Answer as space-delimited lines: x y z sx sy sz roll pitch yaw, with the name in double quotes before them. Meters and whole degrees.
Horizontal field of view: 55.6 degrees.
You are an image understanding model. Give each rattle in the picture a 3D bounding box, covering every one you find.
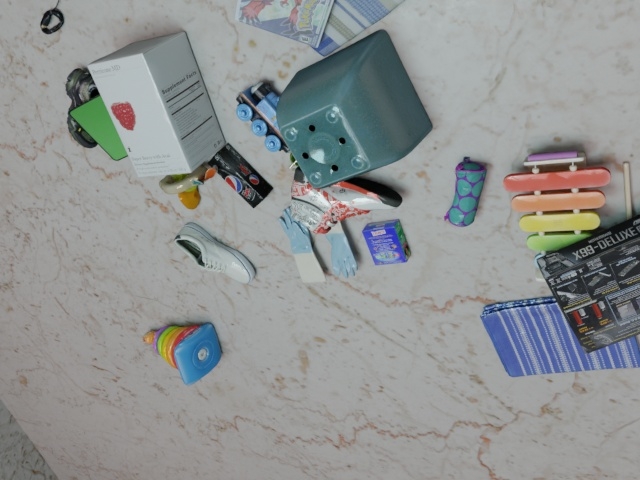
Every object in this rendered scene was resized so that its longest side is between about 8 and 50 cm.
"rattle" -0.324 -0.129 1.602 0.199 0.130 0.143 5 116 37

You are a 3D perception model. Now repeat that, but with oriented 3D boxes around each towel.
"towel" 0.027 -0.488 1.183 0.209 0.034 0.285 31 147 -30
"towel" 0.591 0.241 1.499 0.335 0.040 0.243 -13 117 32

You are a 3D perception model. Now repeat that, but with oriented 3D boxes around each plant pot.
"plant pot" 0.050 -0.246 1.268 0.247 0.252 0.247 -17 114 34

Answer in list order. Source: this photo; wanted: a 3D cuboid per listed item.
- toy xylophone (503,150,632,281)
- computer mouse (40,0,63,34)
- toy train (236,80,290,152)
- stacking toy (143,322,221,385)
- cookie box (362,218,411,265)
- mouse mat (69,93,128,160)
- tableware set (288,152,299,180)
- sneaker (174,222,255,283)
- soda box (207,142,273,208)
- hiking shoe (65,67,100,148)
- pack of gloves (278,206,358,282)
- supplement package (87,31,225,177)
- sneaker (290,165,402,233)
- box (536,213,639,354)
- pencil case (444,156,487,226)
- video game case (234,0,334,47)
"toy xylophone" 0.534 -0.059 1.281 0.236 0.081 0.323 -9 119 30
"computer mouse" -0.651 -0.598 1.491 0.071 0.041 0.242 40 131 -6
"toy train" -0.115 -0.293 1.433 0.105 0.080 0.184 -38 100 30
"stacking toy" -0.497 0.349 2.051 0.301 0.175 0.166 9 122 37
"cookie box" 0.167 0.006 1.531 0.091 0.040 0.107 -7 120 30
"mouse mat" -0.552 -0.303 1.619 0.152 0.007 0.190 -21 133 19
"tableware set" -0.029 -0.168 1.512 0.104 0.024 0.154 9 126 20
"sneaker" -0.313 0.056 1.766 0.258 0.091 0.094 34 131 0
"soda box" -0.207 -0.167 1.575 0.169 0.060 0.053 45 133 -9
"hiking shoe" -0.613 -0.340 1.629 0.114 0.086 0.227 19 130 14
"pack of gloves" 0.000 0.000 1.620 0.195 0.046 0.232 -6 115 36
"supplement package" -0.389 -0.325 1.472 0.177 0.175 0.293 -1 122 28
"sneaker" 0.055 -0.079 1.465 0.270 0.090 0.145 16 112 11
"box" 0.647 0.081 1.260 0.307 0.077 0.242 -28 117 19
"pencil case" 0.324 -0.105 1.360 0.070 0.064 0.152 5 126 3
"video game case" -0.066 -0.478 1.179 0.183 0.023 0.201 16 152 -7
